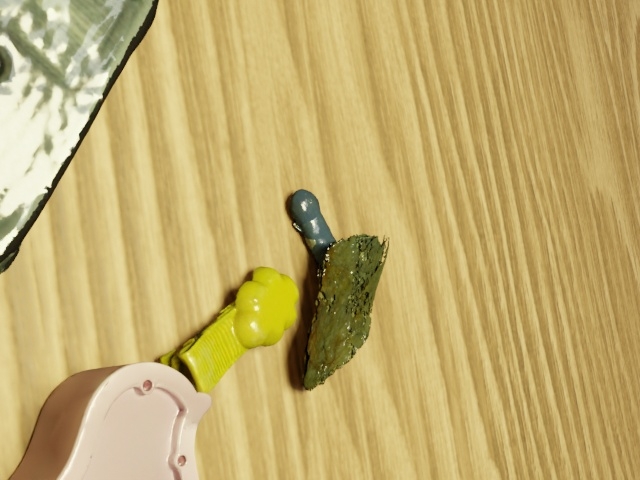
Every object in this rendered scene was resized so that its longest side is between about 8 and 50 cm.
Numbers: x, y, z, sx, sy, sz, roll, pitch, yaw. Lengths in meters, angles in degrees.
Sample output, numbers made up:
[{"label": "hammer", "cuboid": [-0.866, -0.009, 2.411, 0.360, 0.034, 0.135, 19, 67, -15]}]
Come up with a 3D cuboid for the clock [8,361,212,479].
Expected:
[{"label": "clock", "cuboid": [-0.202, 0.219, 0.488, 0.290, 0.080, 0.276, 15, 70, -45]}]

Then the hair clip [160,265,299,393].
[{"label": "hair clip", "cuboid": [-0.075, 0.079, 0.678, 0.173, 0.046, 0.072, -35, 111, -47]}]

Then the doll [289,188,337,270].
[{"label": "doll", "cuboid": [0.000, 0.000, 0.793, 0.037, 0.027, 0.125, -43, 115, -43]}]

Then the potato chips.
[{"label": "potato chips", "cuboid": [0.026, 0.066, 0.780, 0.209, 0.026, 0.142, -41, 127, -46]}]

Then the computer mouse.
[{"label": "computer mouse", "cuboid": [-0.251, -0.099, 0.484, 0.203, 0.114, 0.374, 47, 59, -33]}]
